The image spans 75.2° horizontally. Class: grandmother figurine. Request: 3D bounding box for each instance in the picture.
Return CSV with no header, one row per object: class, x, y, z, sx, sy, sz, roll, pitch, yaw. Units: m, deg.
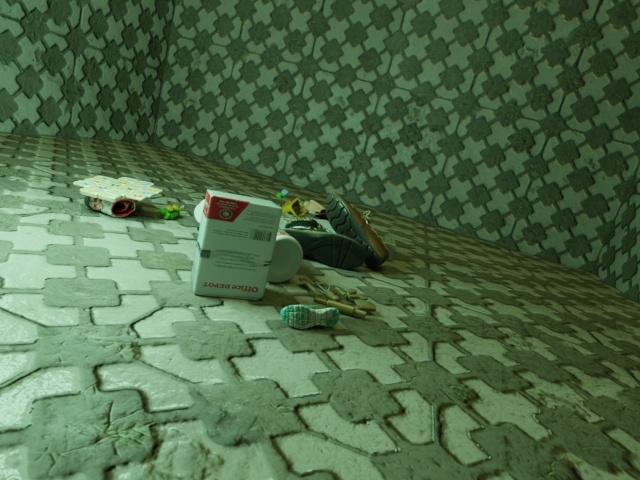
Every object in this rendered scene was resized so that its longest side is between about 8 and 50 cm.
grandmother figurine,0.025,-0.162,2.494,0.208,0.103,0.342,-7,21,-36

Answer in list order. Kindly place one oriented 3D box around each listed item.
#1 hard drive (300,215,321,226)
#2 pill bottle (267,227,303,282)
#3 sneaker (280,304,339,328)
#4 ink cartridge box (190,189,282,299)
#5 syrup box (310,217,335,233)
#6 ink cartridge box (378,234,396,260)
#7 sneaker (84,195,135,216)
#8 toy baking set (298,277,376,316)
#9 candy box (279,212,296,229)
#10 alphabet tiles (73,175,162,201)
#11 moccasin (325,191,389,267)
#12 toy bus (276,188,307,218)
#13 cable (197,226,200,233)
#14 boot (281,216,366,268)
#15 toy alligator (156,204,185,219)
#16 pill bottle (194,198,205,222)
hard drive,-0.058,-0.055,1.982,0.022,0.094,0.135,-1,21,-46
pill bottle,-0.191,0.016,1.424,0.161,0.161,0.283,6,17,-33
sneaker,-0.035,0.200,1.114,0.167,0.064,0.076,11,-2,-28
ink cartridge box,-0.239,0.014,1.161,0.197,0.272,0.114,9,11,-24
syrup box,0.037,-0.025,1.970,0.096,0.093,0.237,4,17,-34
ink cartridge box,0.259,0.018,2.045,0.209,0.086,0.153,16,14,1
sneaker,-0.767,-0.153,1.643,0.145,0.090,0.270,20,18,17
toy baking set,0.047,0.181,1.320,0.256,0.030,0.197,15,11,-1
candy box,-0.232,-0.097,2.017,0.234,0.071,0.159,12,14,-14
alphabet tiles,-0.773,-0.200,1.600,0.278,0.021,0.284,13,19,5
moccasin,0.163,-0.057,1.829,0.380,0.139,0.147,47,36,11
toy bus,-0.171,-0.148,2.197,0.191,0.202,0.104,26,49,19
cable,-0.387,-0.018,1.595,0.185,0.047,0.151,25,17,38
boot,0.000,0.000,1.768,0.378,0.138,0.284,9,14,-2
toy alligator,-0.614,-0.116,1.744,0.051,0.056,0.190,59,18,1
pill bottle,-0.456,-0.130,1.805,0.121,0.121,0.216,17,14,7
